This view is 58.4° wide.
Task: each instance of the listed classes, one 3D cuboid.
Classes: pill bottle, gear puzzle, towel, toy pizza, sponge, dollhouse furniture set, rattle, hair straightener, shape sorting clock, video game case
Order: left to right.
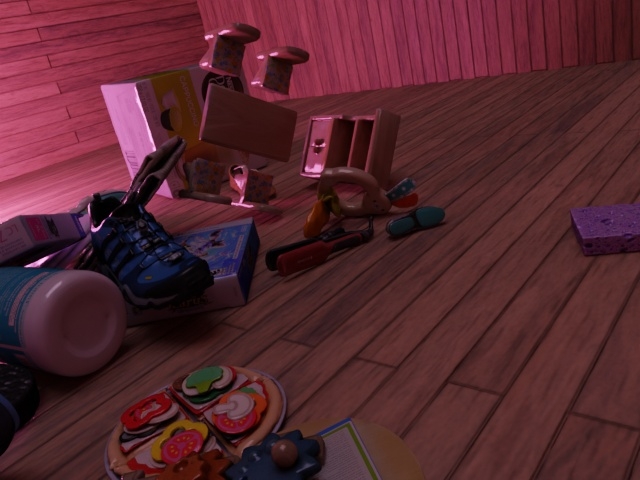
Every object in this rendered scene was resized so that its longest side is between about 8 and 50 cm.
[{"bbox_3d":[-0.423,0.111,0.839,0.264,0.146,0.146,1,25,31],"label":"pill bottle"},{"bbox_3d":[-0.161,0.234,0.457,0.339,0.044,0.175,-18,20,12],"label":"gear puzzle"},{"bbox_3d":[-0.395,-0.066,1.166,0.312,0.056,0.324,-49,18,13],"label":"towel"},{"bbox_3d":[-0.242,0.050,1.013,0.245,0.061,0.269,-12,21,4],"label":"video game case"},{"bbox_3d":[-0.137,0.192,0.624,0.201,0.032,0.201,-11,21,4],"label":"toy pizza"},{"bbox_3d":[-0.061,-0.234,1.256,0.394,0.361,0.257,9,2,-39],"label":"dollhouse furniture set"},{"bbox_3d":[-0.014,0.223,0.457,0.206,0.040,0.206,-20,20,7],"label":"shape sorting clock"},{"bbox_3d":[0.000,0.000,1.016,0.231,0.047,0.089,-25,24,-29],"label":"hair straightener"},{"bbox_3d":[0.083,-0.060,1.099,0.200,0.130,0.142,16,36,2],"label":"rattle"},{"bbox_3d":[0.480,-0.024,0.820,0.210,0.031,0.117,-6,22,18],"label":"sponge"}]

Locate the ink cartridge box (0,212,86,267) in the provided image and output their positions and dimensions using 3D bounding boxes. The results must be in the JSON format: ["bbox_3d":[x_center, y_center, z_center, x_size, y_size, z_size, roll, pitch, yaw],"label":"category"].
[{"bbox_3d":[-0.532,0.014,0.995,0.186,0.065,0.311,-25,8,-4],"label":"ink cartridge box"}]

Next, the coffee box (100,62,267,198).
[{"bbox_3d":[-0.417,-0.354,1.764,0.334,0.337,0.338,-25,23,-30],"label":"coffee box"}]

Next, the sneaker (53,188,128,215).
[{"bbox_3d":[-0.560,-0.035,1.407,0.110,0.107,0.275,21,40,25],"label":"sneaker"}]

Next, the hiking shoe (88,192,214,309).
[{"bbox_3d":[-0.277,0.013,0.863,0.304,0.132,0.113,14,36,44],"label":"hiking shoe"}]

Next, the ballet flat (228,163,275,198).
[{"bbox_3d":[-0.190,-0.157,1.496,0.080,0.073,0.232,-23,23,-24],"label":"ballet flat"}]

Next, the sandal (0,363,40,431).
[{"bbox_3d":[-0.586,0.233,0.717,0.446,0.106,0.167,2,21,2],"label":"sandal"}]

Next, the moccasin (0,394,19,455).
[{"bbox_3d":[-0.465,0.249,0.576,0.342,0.137,0.116,-23,23,12],"label":"moccasin"}]

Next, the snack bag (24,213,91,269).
[{"bbox_3d":[-0.639,0.066,1.165,0.343,0.037,0.323,-14,29,18],"label":"snack bag"}]

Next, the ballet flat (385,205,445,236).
[{"bbox_3d":[0.167,-0.036,1.029,0.114,0.041,0.041,-17,21,-14],"label":"ballet flat"}]
